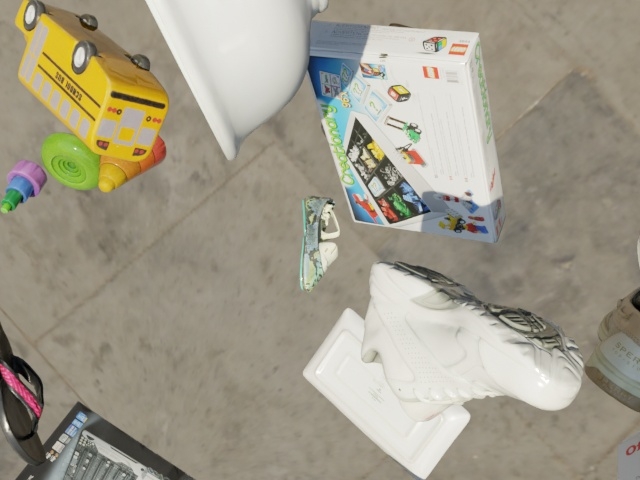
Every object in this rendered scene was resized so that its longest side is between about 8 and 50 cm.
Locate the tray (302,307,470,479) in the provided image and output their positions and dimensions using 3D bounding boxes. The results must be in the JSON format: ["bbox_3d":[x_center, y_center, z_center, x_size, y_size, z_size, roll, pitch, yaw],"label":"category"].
[{"bbox_3d":[0.095,0.244,1.706,0.270,0.030,0.145,40,106,23],"label":"tray"}]

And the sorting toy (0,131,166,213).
[{"bbox_3d":[-0.433,-0.107,1.866,0.127,0.365,0.126,53,42,-31],"label":"sorting toy"}]

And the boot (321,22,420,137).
[{"bbox_3d":[0.135,-0.277,1.901,0.264,0.096,0.280,6,62,-6],"label":"boot"}]

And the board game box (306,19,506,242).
[{"bbox_3d":[0.103,-0.119,1.251,0.193,0.305,0.053,10,56,22],"label":"board game box"}]

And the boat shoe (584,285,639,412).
[{"bbox_3d":[0.417,0.114,1.339,0.121,0.341,0.110,33,109,12],"label":"boat shoe"}]

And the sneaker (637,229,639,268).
[{"bbox_3d":[0.256,0.046,0.677,0.225,0.093,0.088,39,90,-36],"label":"sneaker"}]

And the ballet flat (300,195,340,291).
[{"bbox_3d":[0.000,0.000,1.749,0.070,0.070,0.188,6,54,-7],"label":"ballet flat"}]

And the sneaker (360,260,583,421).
[{"bbox_3d":[0.112,0.098,0.847,0.090,0.232,0.115,11,99,-32],"label":"sneaker"}]

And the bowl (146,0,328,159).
[{"bbox_3d":[-0.083,-0.226,0.877,0.134,0.298,0.298,-27,83,-4],"label":"bowl"}]

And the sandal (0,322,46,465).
[{"bbox_3d":[-0.309,0.143,1.098,0.040,0.067,0.179,-18,91,0],"label":"sandal"}]

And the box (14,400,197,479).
[{"bbox_3d":[-0.316,0.396,1.467,0.242,0.076,0.307,34,34,-1],"label":"box"}]

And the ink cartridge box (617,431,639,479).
[{"bbox_3d":[0.494,0.353,1.394,0.115,0.198,0.273,40,36,-15],"label":"ink cartridge box"}]

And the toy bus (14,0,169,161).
[{"bbox_3d":[-0.353,-0.248,1.604,0.108,0.332,0.130,8,113,-43],"label":"toy bus"}]
